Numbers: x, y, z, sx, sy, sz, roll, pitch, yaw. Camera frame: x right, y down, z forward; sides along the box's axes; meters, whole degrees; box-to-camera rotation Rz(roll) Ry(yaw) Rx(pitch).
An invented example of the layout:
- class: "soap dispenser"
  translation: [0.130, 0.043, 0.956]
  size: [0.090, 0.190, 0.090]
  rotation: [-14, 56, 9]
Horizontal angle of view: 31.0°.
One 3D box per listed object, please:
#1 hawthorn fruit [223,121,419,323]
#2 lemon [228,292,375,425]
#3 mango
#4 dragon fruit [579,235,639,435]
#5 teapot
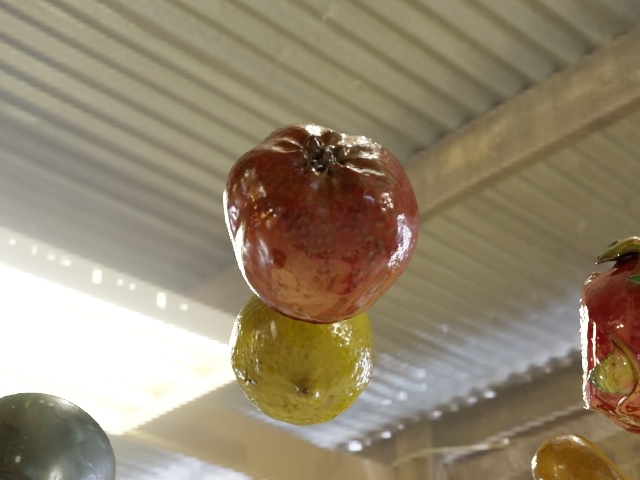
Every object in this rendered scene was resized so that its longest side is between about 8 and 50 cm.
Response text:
- class: "hawthorn fruit"
  translation: [0.000, 0.000, 1.673]
  size: [0.287, 0.287, 0.330]
  rotation: [0, -47, -2]
- class: "lemon"
  translation: [-0.030, 0.181, 1.942]
  size: [0.267, 0.267, 0.267]
  rotation: [-1, -33, -1]
- class: "mango"
  translation: [0.310, 0.288, 1.298]
  size: [0.089, 0.165, 0.115]
  rotation: [-44, -19, -9]
- class: "dragon fruit"
  translation: [0.454, 0.139, 1.632]
  size: [0.189, 0.290, 0.290]
  rotation: [-1, -33, 0]
- class: "teapot"
  translation: [-0.371, 0.378, 1.502]
  size: [0.305, 0.285, 0.223]
  rotation: [39, -70, -11]
